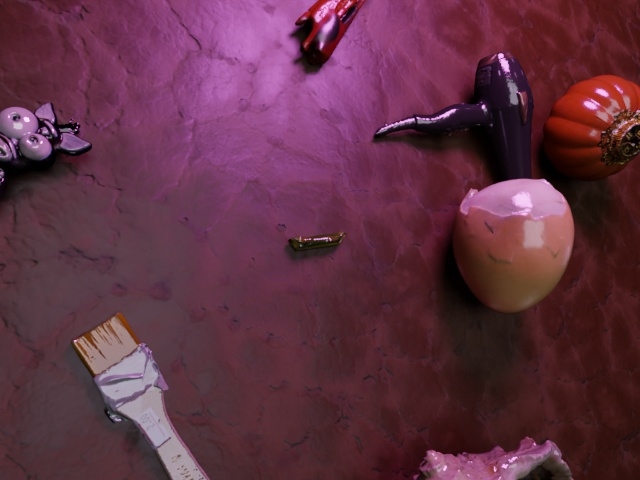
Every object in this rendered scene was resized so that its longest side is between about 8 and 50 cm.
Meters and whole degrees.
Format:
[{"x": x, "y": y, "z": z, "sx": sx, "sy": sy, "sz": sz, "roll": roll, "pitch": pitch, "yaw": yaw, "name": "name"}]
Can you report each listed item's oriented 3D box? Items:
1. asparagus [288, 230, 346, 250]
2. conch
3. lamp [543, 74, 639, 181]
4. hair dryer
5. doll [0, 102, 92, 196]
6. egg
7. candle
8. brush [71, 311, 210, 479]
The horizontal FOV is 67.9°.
[{"x": 0.000, "y": 0.000, "z": 0.782, "sx": 0.108, "sy": 0.025, "sz": 0.021, "roll": -8, "pitch": 73, "yaw": -26, "name": "asparagus"}, {"x": 0.244, "y": 0.430, "z": 0.716, "sx": 0.297, "sy": 0.210, "sz": 0.353, "roll": -32, "pitch": 117, "yaw": -19, "name": "conch"}, {"x": 0.586, "y": -0.236, "z": 1.014, "sx": 0.223, "sy": 0.196, "sz": 0.224, "roll": -8, "pitch": 117, "yaw": -16, "name": "lamp"}, {"x": 0.268, "y": -0.200, "z": 0.934, "sx": 0.359, "sy": 0.120, "sz": 0.304, "roll": -12, "pitch": 99, "yaw": -17, "name": "hair dryer"}, {"x": -0.402, "y": -0.102, "z": 0.592, "sx": 0.091, "sy": 0.067, "sz": 0.219, "roll": 47, "pitch": 62, "yaw": 3, "name": "doll"}, {"x": 0.337, "y": 0.006, "z": 0.843, "sx": 0.200, "sy": 0.201, "sz": 0.245, "roll": 8, "pitch": 85, "yaw": -23, "name": "egg"}, {"x": 0.048, "y": -0.444, "z": 0.883, "sx": 0.084, "sy": 0.059, "sz": 0.302, "roll": 44, "pitch": 66, "yaw": -24, "name": "candle"}, {"x": -0.210, "y": 0.257, "z": 0.631, "sx": 0.085, "sy": 0.020, "sz": 0.337, "roll": -32, "pitch": 94, "yaw": -27, "name": "brush"}]
